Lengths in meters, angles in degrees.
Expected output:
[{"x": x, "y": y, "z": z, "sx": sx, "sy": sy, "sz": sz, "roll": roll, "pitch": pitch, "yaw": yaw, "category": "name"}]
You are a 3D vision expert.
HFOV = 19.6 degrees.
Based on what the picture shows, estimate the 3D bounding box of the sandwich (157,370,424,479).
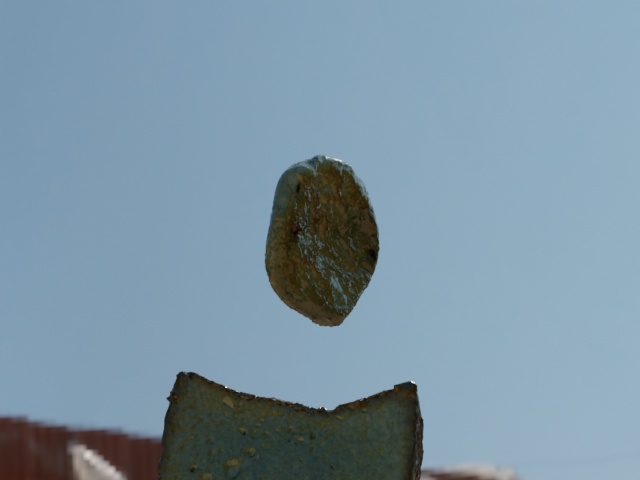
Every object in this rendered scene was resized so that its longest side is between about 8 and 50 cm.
[{"x": -0.028, "y": 0.200, "z": 1.508, "sx": 0.214, "sy": 0.186, "sz": 0.065, "roll": 5, "pitch": -28, "yaw": 9, "category": "sandwich"}]

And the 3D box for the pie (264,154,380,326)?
[{"x": 0.000, "y": 0.000, "z": 1.967, "sx": 0.041, "sy": 0.187, "sz": 0.187, "roll": -2, "pitch": -17, "yaw": 36, "category": "pie"}]
